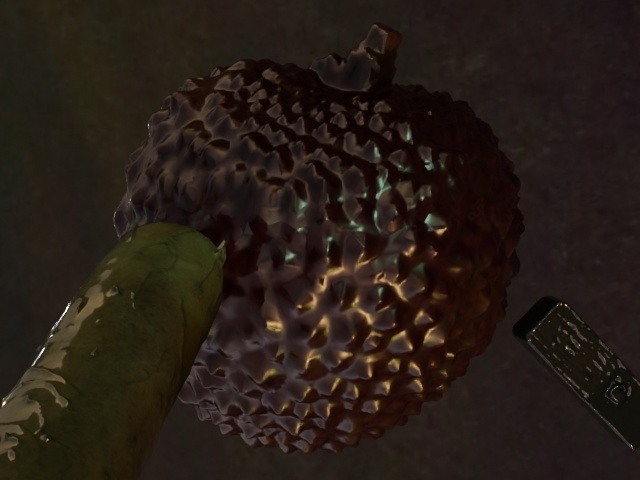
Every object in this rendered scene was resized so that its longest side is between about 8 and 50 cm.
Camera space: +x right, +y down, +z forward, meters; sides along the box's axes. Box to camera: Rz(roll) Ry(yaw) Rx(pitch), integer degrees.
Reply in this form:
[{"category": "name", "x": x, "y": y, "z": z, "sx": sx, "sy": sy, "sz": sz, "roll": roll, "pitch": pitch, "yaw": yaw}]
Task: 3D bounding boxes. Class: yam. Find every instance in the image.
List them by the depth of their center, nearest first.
[{"category": "yam", "x": -0.121, "y": 0.104, "z": 0.489, "sx": 0.371, "sy": 0.083, "sz": 0.083, "roll": -67, "pitch": -20, "yaw": -58}]

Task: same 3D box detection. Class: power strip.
[{"category": "power strip", "x": 0.173, "y": 0.084, "z": 0.711, "sx": 0.111, "sy": 0.038, "sz": 0.029, "roll": 44, "pitch": 178, "yaw": -10}]

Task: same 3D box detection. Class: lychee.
[{"category": "lychee", "x": 0.000, "y": 0.000, "z": 0.768, "sx": 0.276, "sy": 0.275, "sz": 0.304, "roll": 35, "pitch": 113, "yaw": 56}]
